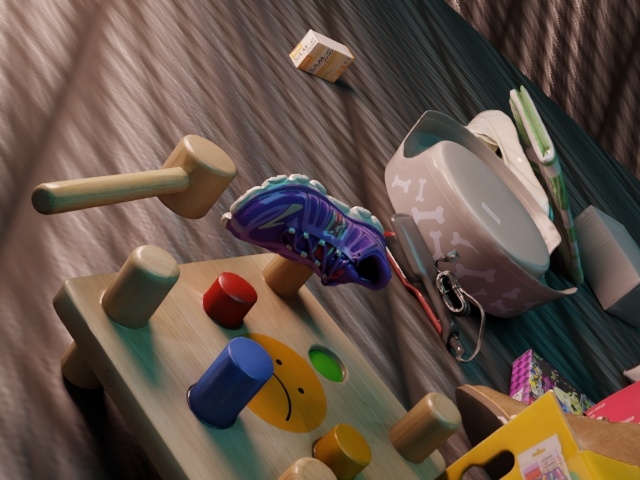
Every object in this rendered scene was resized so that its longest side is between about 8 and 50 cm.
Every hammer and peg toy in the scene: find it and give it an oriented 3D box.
[{"bbox_3d":[-0.078,0.079,0.608,0.361,0.127,0.266,50,28,20],"label":"hammer and peg toy"}]

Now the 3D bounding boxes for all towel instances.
[{"bbox_3d":[0.435,-0.105,1.482,0.247,0.038,0.324,-96,164,-49],"label":"towel"}]

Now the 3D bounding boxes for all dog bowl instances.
[{"bbox_3d":[0.238,-0.034,1.172,0.349,0.102,0.348,35,29,-23],"label":"dog bowl"}]

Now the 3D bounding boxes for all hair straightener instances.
[{"bbox_3d":[0.145,0.052,0.988,0.047,0.089,0.230,0,50,-30],"label":"hair straightener"}]

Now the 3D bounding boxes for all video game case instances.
[{"bbox_3d":[0.321,0.267,0.958,0.210,0.042,0.232,42,27,-3],"label":"video game case"}]

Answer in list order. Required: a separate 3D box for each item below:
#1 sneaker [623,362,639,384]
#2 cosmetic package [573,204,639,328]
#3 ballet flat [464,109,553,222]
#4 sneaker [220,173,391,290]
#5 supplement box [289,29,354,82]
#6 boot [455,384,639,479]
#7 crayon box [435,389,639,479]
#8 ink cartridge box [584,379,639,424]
[{"bbox_3d":[0.641,0.251,1.360,0.292,0.110,0.118,-2,58,-44],"label":"sneaker"},{"bbox_3d":[0.606,0.051,1.590,0.127,0.107,0.238,27,34,-29],"label":"cosmetic package"},{"bbox_3d":[0.323,-0.145,1.480,0.139,0.139,0.400,28,30,-27],"label":"ballet flat"},{"bbox_3d":[0.000,0.000,0.614,0.170,0.068,0.071,16,40,-40],"label":"sneaker"},{"bbox_3d":[0.003,-0.323,1.360,0.098,0.062,0.036,10,43,-46],"label":"supplement box"},{"bbox_3d":[0.243,0.210,0.746,0.305,0.115,0.112,28,-40,63],"label":"boot"},{"bbox_3d":[0.180,0.299,0.548,0.083,0.203,0.322,24,33,-33],"label":"crayon box"},{"bbox_3d":[0.360,0.327,0.769,0.226,0.131,0.306,40,41,-6],"label":"ink cartridge box"}]
